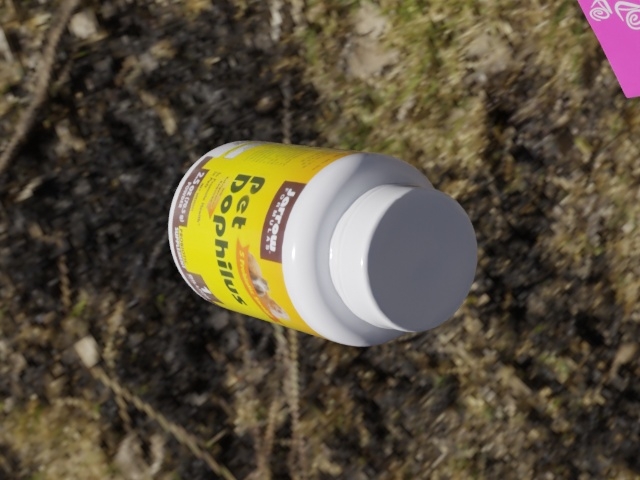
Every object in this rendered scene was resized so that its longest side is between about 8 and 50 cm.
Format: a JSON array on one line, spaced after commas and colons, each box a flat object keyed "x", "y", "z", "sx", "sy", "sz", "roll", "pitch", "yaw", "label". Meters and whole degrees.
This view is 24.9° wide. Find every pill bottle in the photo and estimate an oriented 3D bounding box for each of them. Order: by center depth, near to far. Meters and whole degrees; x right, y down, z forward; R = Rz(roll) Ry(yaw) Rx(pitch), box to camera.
[{"x": 0.000, "y": 0.000, "z": 0.910, "sx": 0.215, "sy": 0.117, "sz": 0.117, "roll": 11, "pitch": 118, "yaw": 56, "label": "pill bottle"}]

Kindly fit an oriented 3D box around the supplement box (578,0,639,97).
[{"x": 0.310, "y": -0.232, "z": 1.193, "sx": 0.111, "sy": 0.220, "sz": 0.114, "roll": -7, "pitch": 131, "yaw": 39, "label": "supplement box"}]
